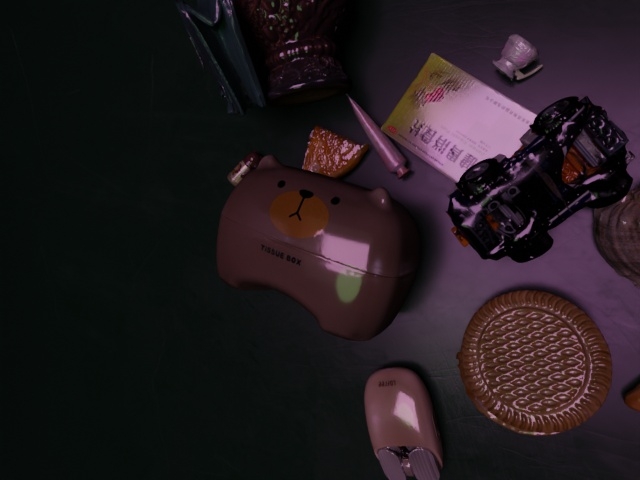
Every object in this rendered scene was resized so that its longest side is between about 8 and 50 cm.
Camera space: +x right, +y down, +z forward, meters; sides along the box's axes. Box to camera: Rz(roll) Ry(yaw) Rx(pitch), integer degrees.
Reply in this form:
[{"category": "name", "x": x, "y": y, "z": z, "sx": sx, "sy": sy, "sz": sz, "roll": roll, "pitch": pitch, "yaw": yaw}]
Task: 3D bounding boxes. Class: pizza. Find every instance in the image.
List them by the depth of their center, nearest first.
[{"category": "pizza", "x": 0.017, "y": -0.197, "z": 0.978, "sx": 0.178, "sy": 0.041, "sz": 0.130, "roll": -37, "pitch": 78, "yaw": 23}]

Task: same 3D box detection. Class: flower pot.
[{"category": "flower pot", "x": -0.050, "y": -0.431, "z": 0.894, "sx": 0.267, "sy": 0.267, "sz": 0.266, "roll": -7, "pitch": 98, "yaw": 27}]

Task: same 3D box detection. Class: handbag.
[{"category": "handbag", "x": -0.220, "y": -0.409, "z": 0.919, "sx": 0.089, "sy": 0.238, "sz": 0.326, "roll": -27, "pitch": 36, "yaw": -7}]

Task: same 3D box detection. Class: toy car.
[{"category": "toy car", "x": 0.355, "y": -0.096, "z": 0.727, "sx": 0.301, "sy": 0.118, "sz": 0.193, "roll": -39, "pitch": 107, "yaw": 12}]

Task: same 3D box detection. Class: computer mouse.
[{"category": "computer mouse", "x": 0.169, "y": 0.384, "z": 0.897, "sx": 0.145, "sy": 0.082, "sz": 0.236, "roll": -13, "pitch": 85, "yaw": 26}]

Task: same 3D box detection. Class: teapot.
[{"category": "teapot", "x": 0.363, "y": -0.330, "z": 0.794, "sx": 0.083, "sy": 0.064, "sz": 0.064, "roll": 34, "pitch": 117, "yaw": -11}]

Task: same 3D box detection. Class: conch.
[{"category": "conch", "x": 0.537, "y": -0.013, "z": 0.707, "sx": 0.155, "sy": 0.130, "sz": 0.207, "roll": 23, "pitch": 130, "yaw": 58}]

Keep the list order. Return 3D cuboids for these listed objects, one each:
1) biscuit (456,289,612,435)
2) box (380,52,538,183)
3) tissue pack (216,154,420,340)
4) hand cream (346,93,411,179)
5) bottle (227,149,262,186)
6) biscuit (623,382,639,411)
[{"category": "biscuit", "x": 0.369, "y": 0.216, "z": 0.769, "sx": 0.259, "sy": 0.079, "sz": 0.258, "roll": -10, "pitch": 73, "yaw": 34}, {"category": "box", "x": 0.271, "y": -0.217, "z": 0.837, "sx": 0.260, "sy": 0.062, "sz": 0.175, "roll": 41, "pitch": 109, "yaw": 19}, {"category": "tissue pack", "x": 0.000, "y": 0.000, "z": 0.865, "sx": 0.387, "sy": 0.267, "sz": 0.276, "roll": 22, "pitch": 100, "yaw": 26}, {"category": "hand cream", "x": 0.118, "y": -0.221, "z": 0.917, "sx": 0.043, "sy": 0.067, "sz": 0.209, "roll": -36, "pitch": 78, "yaw": 8}, {"category": "bottle", "x": -0.187, "y": -0.182, "z": 1.078, "sx": 0.101, "sy": 0.047, "sz": 0.063, "roll": -45, "pitch": 62, "yaw": 20}, {"category": "biscuit", "x": 0.632, "y": 0.278, "z": 0.680, "sx": 0.208, "sy": 0.047, "sz": 0.164, "roll": 43, "pitch": 108, "yaw": 20}]
